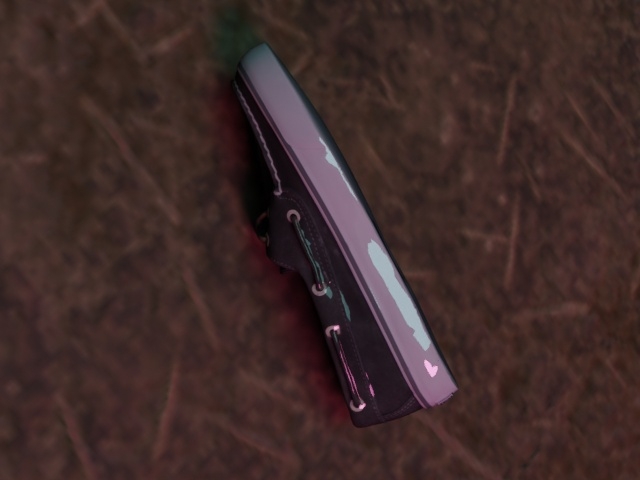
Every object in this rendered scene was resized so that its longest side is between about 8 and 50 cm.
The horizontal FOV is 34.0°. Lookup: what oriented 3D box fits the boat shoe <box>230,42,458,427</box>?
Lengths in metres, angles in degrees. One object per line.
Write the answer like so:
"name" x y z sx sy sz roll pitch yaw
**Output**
"boat shoe" 0.000 0.000 0.367 0.040 0.049 0.142 -27 90 6
